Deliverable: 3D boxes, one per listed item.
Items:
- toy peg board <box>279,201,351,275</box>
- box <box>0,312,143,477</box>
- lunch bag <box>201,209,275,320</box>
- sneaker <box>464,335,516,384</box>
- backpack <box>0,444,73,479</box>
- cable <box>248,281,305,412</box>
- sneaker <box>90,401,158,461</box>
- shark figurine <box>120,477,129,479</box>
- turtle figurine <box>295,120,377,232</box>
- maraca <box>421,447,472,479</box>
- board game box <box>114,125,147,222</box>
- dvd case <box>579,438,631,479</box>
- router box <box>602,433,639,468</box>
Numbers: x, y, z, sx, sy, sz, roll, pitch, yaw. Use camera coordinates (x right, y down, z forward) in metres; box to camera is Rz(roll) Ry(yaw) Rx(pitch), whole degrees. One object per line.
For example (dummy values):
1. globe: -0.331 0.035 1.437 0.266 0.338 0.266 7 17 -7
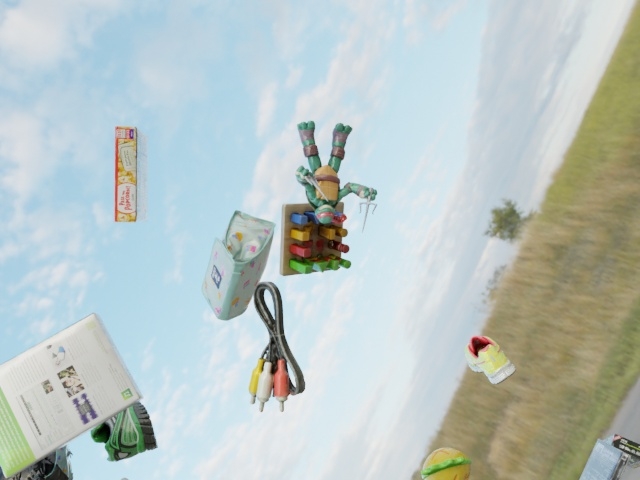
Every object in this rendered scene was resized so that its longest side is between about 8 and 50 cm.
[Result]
1. toy peg board: 0.000 0.000 1.342 0.161 0.079 0.160 -5 -75 -35
2. box: -0.602 0.344 1.378 0.322 0.232 0.058 -29 -11 -13
3. lunch bag: -0.240 0.074 1.738 0.262 0.160 0.223 -78 8 -58
4. sneaker: 0.369 0.249 1.378 0.081 0.094 0.208 -38 4 -4
5. backpack: -0.699 0.545 1.492 0.166 0.188 0.144 -21 -45 -6
6. cable: -0.104 0.236 1.343 0.072 0.140 0.287 -7 -84 -52
7. sneaker: -0.575 0.467 1.678 0.146 0.343 0.134 -17 -59 -28
8. shark figurine: -0.250 0.540 1.066 0.116 0.278 0.166 114 173 -69
9. turtle figurine: 0.014 -0.122 1.227 0.175 0.118 0.234 7 -111 -33
10. maraca: 0.303 0.550 1.463 0.127 0.099 0.185 -25 -31 6
11. board game box: -0.398 -0.135 1.286 0.147 0.045 0.193 -164 75 -83
12. dvd case: 0.426 0.432 0.976 0.221 0.018 0.164 -63 -16 -4
13. router box: 0.772 0.535 1.540 0.038 0.092 0.122 -62 -19 -20
